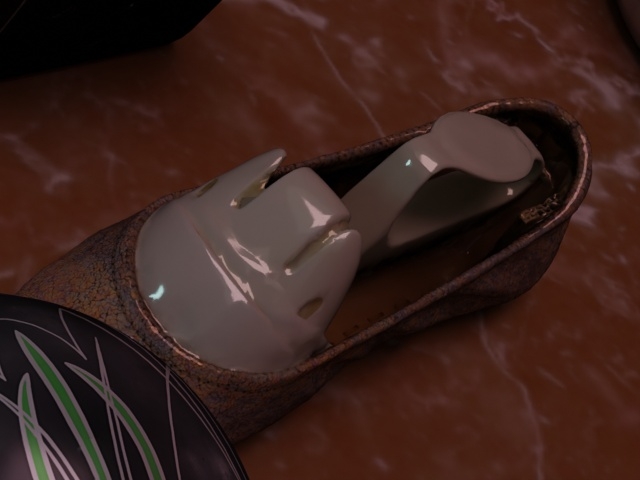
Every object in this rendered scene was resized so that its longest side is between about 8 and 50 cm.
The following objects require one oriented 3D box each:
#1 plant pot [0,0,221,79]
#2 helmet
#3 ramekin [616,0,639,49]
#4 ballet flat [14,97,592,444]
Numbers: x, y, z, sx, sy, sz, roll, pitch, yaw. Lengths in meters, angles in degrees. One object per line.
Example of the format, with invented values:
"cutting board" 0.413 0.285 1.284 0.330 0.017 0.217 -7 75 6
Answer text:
"plant pot" -0.111 -0.175 0.695 0.187 0.188 0.167 -19 79 -40
"helmet" -0.092 0.105 0.488 0.169 0.161 0.169 17 48 -20
"ramekin" 0.295 -0.157 0.962 0.273 0.127 0.273 17 48 -20
"ballet flat" 0.000 0.000 0.668 0.316 0.106 0.107 -24 71 -42
